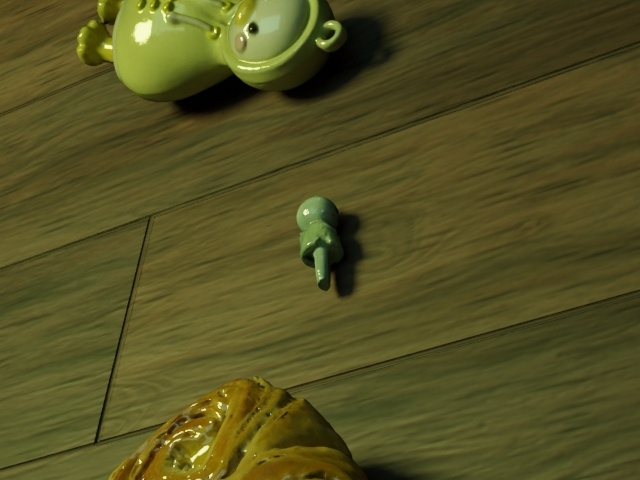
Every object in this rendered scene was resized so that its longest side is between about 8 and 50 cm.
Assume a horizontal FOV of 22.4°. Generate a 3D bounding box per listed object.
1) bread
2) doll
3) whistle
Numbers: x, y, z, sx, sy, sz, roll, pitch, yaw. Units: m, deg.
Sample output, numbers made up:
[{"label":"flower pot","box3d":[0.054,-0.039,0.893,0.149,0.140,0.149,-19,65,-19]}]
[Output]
[{"label":"bread","box3d":[-0.053,0.205,1.051,0.198,0.120,0.236,-39,36,0]},{"label":"doll","box3d":[-0.098,-0.196,1.495,0.296,0.117,0.141,1,57,42]},{"label":"whistle","box3d":[0.000,0.000,1.282,0.035,0.035,0.100,-26,41,19]}]
